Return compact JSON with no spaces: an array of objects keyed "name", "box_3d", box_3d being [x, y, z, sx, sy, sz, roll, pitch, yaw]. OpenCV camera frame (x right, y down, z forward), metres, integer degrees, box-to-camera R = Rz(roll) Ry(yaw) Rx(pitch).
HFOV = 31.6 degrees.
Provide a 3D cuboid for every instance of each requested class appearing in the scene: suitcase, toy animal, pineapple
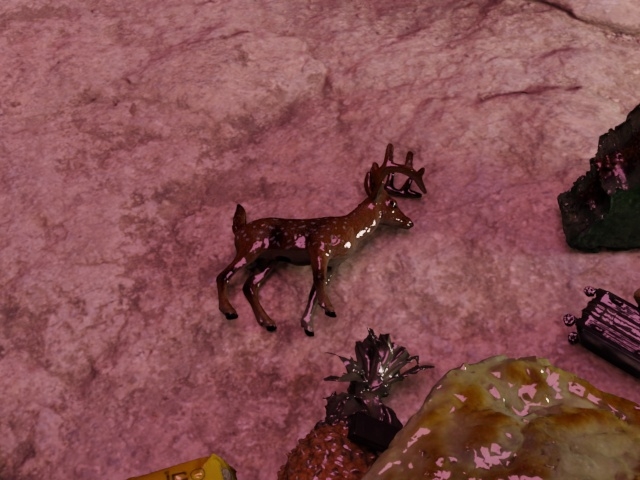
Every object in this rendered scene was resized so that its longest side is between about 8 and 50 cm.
[{"name":"suitcase","box_3d":[0.341,0.110,1.260,0.126,0.086,0.059,32,80,27]},{"name":"toy animal","box_3d":[-0.001,-0.010,1.398,0.243,0.087,0.260,6,59,10]},{"name":"pineapple","box_3d":[0.033,0.202,1.224,0.125,0.125,0.251,15,53,18]}]

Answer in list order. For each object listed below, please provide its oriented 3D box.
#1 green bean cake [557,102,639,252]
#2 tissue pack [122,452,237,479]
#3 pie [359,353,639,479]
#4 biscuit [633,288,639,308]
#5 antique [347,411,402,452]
[{"name":"green bean cake","box_3d":[0.383,-0.087,1.322,0.193,0.208,0.107,-2,51,4]},{"name":"tissue pack","box_3d":[-0.153,0.361,1.093,0.192,0.134,0.271,-16,64,1]},{"name":"pie","box_3d":[0.220,0.293,1.072,0.418,0.180,0.395,23,59,15]},{"name":"biscuit","box_3d":[0.444,0.119,1.212,0.231,0.131,0.025,32,84,26]},{"name":"antique","box_3d":[0.115,0.226,1.186,0.192,0.015,0.031,25,46,-16]}]
